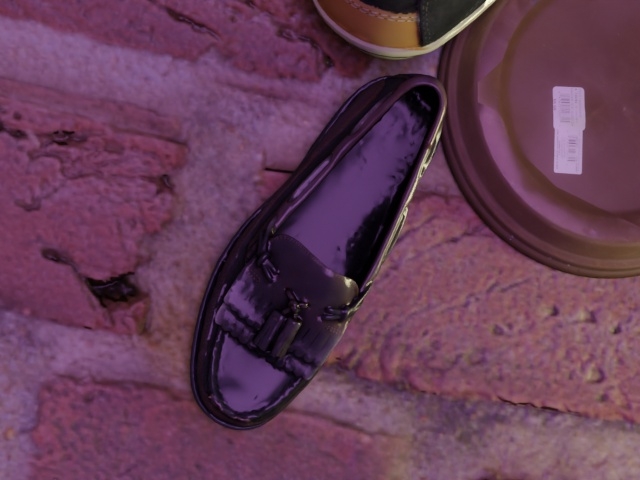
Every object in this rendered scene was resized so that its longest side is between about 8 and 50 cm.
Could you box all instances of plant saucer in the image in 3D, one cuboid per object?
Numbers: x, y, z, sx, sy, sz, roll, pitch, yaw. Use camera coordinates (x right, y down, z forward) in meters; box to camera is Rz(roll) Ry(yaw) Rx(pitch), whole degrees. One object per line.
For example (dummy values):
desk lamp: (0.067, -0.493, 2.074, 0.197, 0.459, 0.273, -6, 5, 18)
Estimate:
plant saucer: (0.229, -0.109, 1.332, 0.278, 0.041, 0.277, 1, 84, -12)

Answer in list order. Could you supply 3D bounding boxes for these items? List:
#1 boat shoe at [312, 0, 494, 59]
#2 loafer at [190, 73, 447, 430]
boat shoe: (0.179, -0.348, 1.277, 0.187, 0.156, 0.500, 40, 76, 11)
loafer: (0.000, 0.000, 1.236, 0.109, 0.095, 0.302, 32, 78, -7)
